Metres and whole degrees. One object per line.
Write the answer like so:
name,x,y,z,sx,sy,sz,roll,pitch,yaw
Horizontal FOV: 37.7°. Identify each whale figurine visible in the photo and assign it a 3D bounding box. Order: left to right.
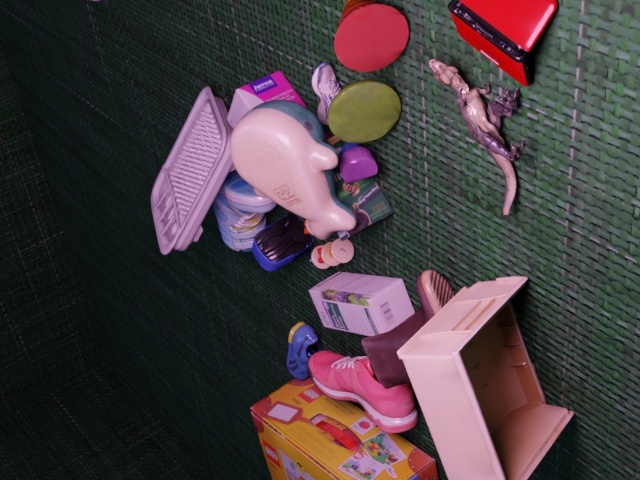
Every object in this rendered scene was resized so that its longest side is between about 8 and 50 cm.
whale figurine,-0.033,-0.131,1.664,0.216,0.141,0.272,-22,114,47

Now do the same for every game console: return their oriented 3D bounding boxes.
game console,0.256,-0.303,1.293,0.144,0.085,0.124,46,-179,28

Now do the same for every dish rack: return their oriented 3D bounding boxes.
dish rack,-0.276,-0.151,2.105,0.333,0.072,0.285,-59,30,25

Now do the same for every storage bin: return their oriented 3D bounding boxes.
storage bin,0.277,0.229,1.516,0.123,0.260,0.262,-8,110,44

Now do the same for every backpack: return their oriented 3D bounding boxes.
backpack,-0.090,0.016,2.093,0.098,0.120,0.101,51,152,17

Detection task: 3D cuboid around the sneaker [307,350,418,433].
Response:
sneaker,0.097,0.298,2.088,0.314,0.116,0.136,25,127,39

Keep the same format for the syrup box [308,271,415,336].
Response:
syrup box,0.083,0.131,1.931,0.237,0.096,0.093,3,119,58

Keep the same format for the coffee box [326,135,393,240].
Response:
coffee box,0.043,-0.103,1.752,0.184,0.113,0.040,61,155,4

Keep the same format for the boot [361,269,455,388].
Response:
boot,0.165,0.176,1.750,0.207,0.090,0.248,-11,117,28

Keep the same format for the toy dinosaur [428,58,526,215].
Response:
toy dinosaur,0.255,-0.163,1.387,0.268,0.064,0.118,63,160,-9

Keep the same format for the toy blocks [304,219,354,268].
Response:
toy blocks,0.000,0.000,1.995,0.123,0.054,0.148,62,154,-4

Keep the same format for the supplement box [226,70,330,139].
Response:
supplement box,-0.075,-0.207,1.858,0.220,0.111,0.114,53,152,14

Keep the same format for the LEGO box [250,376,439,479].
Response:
LEGO box,0.074,0.607,2.304,0.500,0.193,0.372,26,138,49

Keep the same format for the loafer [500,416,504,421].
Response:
loafer,0.325,0.350,1.755,0.094,0.087,0.251,21,151,16

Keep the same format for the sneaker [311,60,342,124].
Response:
sneaker,0.025,-0.265,1.706,0.058,0.052,0.135,27,146,34

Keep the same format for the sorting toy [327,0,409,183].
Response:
sorting toy,0.062,-0.270,1.597,0.365,0.127,0.126,93,164,-46

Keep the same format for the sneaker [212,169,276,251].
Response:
sneaker,-0.154,-0.058,2.135,0.319,0.127,0.208,27,137,62

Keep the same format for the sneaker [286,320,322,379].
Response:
sneaker,-0.034,0.293,2.329,0.082,0.069,0.209,39,146,31
